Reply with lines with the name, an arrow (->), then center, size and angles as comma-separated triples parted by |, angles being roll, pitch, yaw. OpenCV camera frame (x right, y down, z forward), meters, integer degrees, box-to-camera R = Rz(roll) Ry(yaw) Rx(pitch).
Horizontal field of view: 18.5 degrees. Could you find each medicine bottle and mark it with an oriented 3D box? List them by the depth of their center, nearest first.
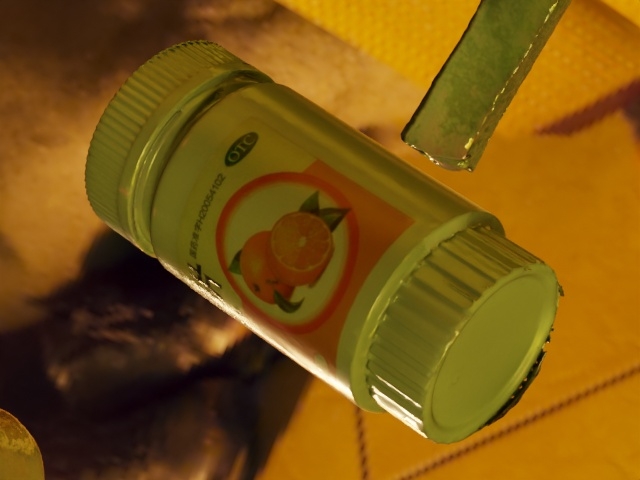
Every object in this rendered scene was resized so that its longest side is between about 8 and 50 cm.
medicine bottle -> 0.000, 0.000, 1.344 | 0.318, 0.158, 0.158 | 33, 95, 30

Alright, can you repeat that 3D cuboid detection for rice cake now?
rice cake -> 0.112, -0.130, 1.054 | 0.043, 0.034, 0.211 | 34, 107, 13

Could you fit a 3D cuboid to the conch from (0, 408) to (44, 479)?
conch -> -0.330, 0.174, 1.630 | 0.158, 0.255, 0.127 | -19, 45, 20
